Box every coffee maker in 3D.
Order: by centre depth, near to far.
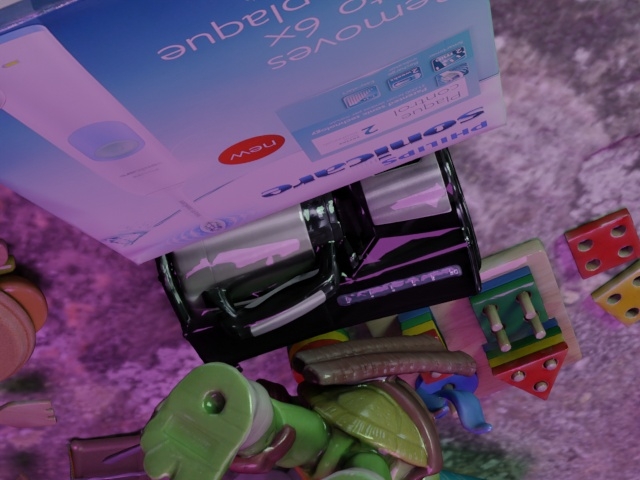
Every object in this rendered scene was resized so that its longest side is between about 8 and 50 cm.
[{"bbox_3d":[0.000,0.000,0.767,0.178,0.120,0.171,-15,165,2],"label":"coffee maker"}]

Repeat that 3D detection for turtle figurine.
[{"bbox_3d":[-0.023,0.168,0.742,0.275,0.197,0.266,-22,166,8],"label":"turtle figurine"}]

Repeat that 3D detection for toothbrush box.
[{"bbox_3d":[-0.046,-0.107,0.544,0.216,0.126,0.295,-20,166,5],"label":"toothbrush box"}]

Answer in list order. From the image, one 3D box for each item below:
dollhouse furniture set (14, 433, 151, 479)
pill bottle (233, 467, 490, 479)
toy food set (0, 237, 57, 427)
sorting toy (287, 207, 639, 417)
[{"bbox_3d":[-0.192,0.193,0.922,0.152,0.076,0.058,-6,146,-6],"label":"dollhouse furniture set"},{"bbox_3d":[0.055,0.242,0.971,0.264,0.146,0.146,18,126,-28],"label":"pill bottle"},{"bbox_3d":[-0.238,0.052,0.803,0.133,0.038,0.192,-2,139,-2],"label":"toy food set"},{"bbox_3d":[0.123,0.075,0.899,0.275,0.046,0.132,-22,134,7],"label":"sorting toy"}]
